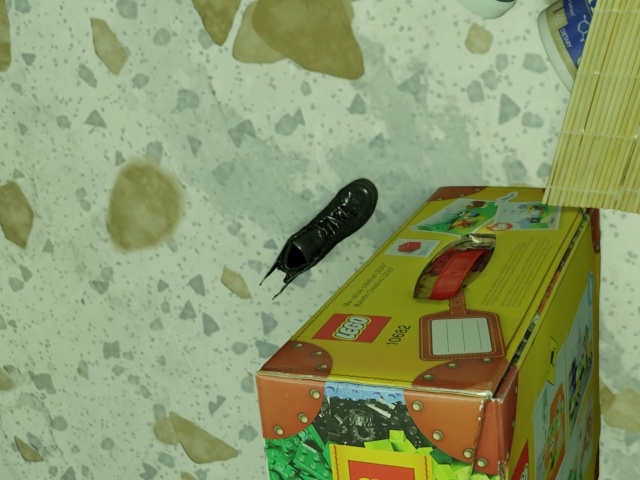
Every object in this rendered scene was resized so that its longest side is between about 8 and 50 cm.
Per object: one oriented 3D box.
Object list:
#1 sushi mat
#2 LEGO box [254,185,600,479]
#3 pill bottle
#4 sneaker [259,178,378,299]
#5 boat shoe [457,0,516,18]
[{"bbox_3d":[0.318,-0.153,0.958,0.151,0.019,0.316,10,128,5],"label":"sushi mat"},{"bbox_3d":[0.145,0.193,1.001,0.193,0.500,0.372,2,110,23],"label":"LEGO box"},{"bbox_3d":[0.319,-0.221,0.991,0.187,0.112,0.112,-28,96,29],"label":"pill bottle"},{"bbox_3d":[-0.002,-0.002,1.231,0.051,0.089,0.170,46,121,2],"label":"sneaker"},{"bbox_3d":[0.131,-0.375,1.018,0.105,0.113,0.306,-27,87,44],"label":"boat shoe"}]
